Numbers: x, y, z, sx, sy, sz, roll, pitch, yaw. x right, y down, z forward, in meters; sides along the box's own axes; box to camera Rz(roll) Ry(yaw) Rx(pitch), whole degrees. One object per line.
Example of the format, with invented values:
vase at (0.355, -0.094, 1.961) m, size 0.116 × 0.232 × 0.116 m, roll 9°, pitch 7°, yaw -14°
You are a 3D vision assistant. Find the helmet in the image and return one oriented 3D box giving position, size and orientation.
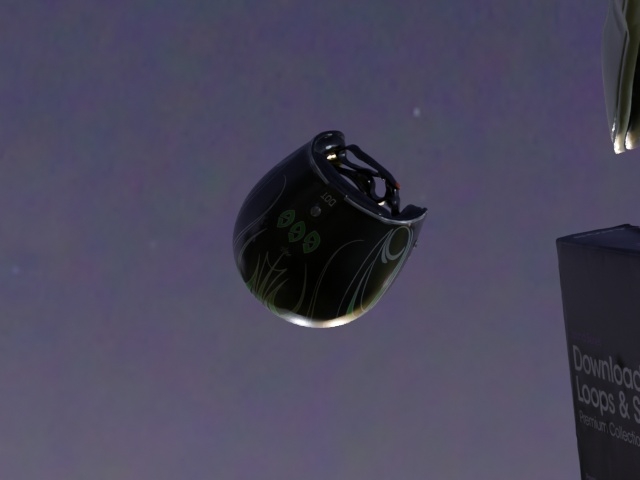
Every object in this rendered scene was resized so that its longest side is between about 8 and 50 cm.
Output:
helmet at (0.000, 0.000, 1.668) m, size 0.169 × 0.169 × 0.161 m, roll 23°, pitch -61°, yaw -26°

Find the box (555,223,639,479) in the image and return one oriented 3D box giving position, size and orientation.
box at (0.102, 0.079, 0.476) m, size 0.029 × 0.162 × 0.116 m, roll -7°, pitch 5°, yaw -16°

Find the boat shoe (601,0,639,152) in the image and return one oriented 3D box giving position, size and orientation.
boat shoe at (0.250, -0.157, 1.365) m, size 0.079 × 0.095 × 0.254 m, roll -8°, pitch -40°, yaw -1°
